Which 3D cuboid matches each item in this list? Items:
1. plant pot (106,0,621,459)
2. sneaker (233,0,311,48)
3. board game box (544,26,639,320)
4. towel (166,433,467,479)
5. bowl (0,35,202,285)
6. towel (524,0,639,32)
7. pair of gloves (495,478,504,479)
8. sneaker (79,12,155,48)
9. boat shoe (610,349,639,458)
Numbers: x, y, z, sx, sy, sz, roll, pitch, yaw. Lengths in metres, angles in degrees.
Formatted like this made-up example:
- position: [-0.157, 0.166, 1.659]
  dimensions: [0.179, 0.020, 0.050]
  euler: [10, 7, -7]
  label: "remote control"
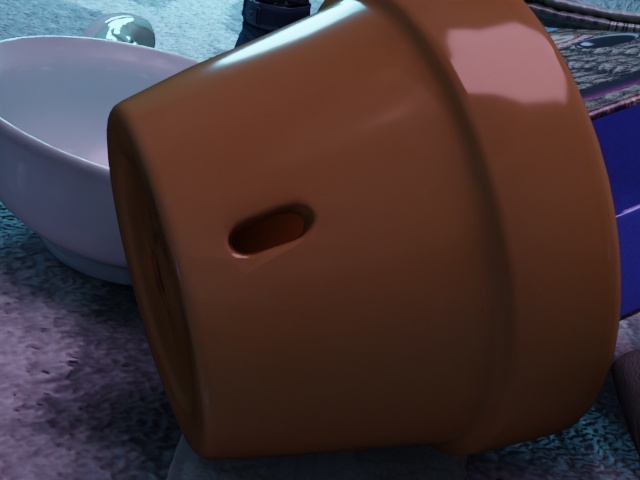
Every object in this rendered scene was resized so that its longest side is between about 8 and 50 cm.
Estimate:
- position: [0.000, 0.000, 0.570]
  dimensions: [0.203, 0.291, 0.291]
  euler: [-14, 36, -17]
  label: "plant pot"
- position: [-0.017, -0.258, 1.264]
  dimensions: [0.226, 0.163, 0.086]
  euler: [27, 25, 27]
  label: "sneaker"
- position: [0.167, -0.059, 0.745]
  dimensions: [0.232, 0.141, 0.291]
  euler: [-20, 19, -17]
  label: "board game box"
- position: [0.009, 0.122, 0.666]
  dimensions: [0.187, 0.049, 0.282]
  euler: [14, 26, -1]
  label: "towel"
- position: [-0.152, -0.055, 0.821]
  dimensions: [0.297, 0.134, 0.298]
  euler: [14, 26, -7]
  label: "bowl"
- position: [0.416, -0.283, 1.356]
  dimensions: [0.324, 0.056, 0.312]
  euler: [14, 5, 8]
  label: "towel"
- position: [0.109, 0.182, 0.665]
  dimensions: [0.083, 0.010, 0.074]
  euler: [11, 27, -15]
  label: "pair of gloves"
- position: [-0.198, -0.159, 1.041]
  dimensions: [0.151, 0.094, 0.256]
  euler: [17, 35, 10]
  label: "sneaker"
- position: [0.265, 0.141, 0.557]
  dimensions: [0.324, 0.116, 0.123]
  euler: [42, 26, -40]
  label: "boat shoe"
